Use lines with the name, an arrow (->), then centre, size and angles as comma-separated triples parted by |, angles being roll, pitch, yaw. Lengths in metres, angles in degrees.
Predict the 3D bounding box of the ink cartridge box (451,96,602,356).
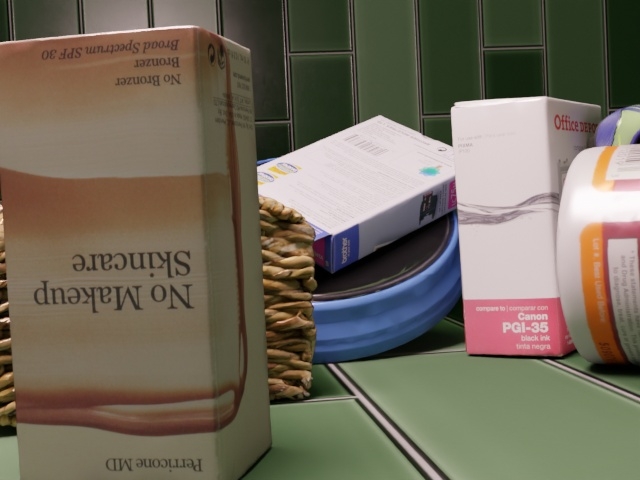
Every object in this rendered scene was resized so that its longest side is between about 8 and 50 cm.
ink cartridge box -> 0.250, -0.020, 1.168 | 0.117, 0.283, 0.207 | -2, 3, 32

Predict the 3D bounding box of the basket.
basket -> -0.175, 0.040, 0.955 | 0.299, 0.214, 0.223 | -2, 5, -20

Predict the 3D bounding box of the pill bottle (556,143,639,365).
pill bottle -> 0.440, 0.011, 0.933 | 0.392, 0.224, 0.224 | -1, 3, 30

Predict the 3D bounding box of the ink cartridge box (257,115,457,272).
ink cartridge box -> 0.029, -0.057, 1.221 | 0.311, 0.065, 0.186 | -24, 39, -36

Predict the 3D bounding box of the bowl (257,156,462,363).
bowl -> -0.011, 0.003, 1.258 | 0.391, 0.077, 0.391 | -1, 31, 1

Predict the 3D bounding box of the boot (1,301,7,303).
boot -> -0.401, 0.046, 1.641 | 0.445, 0.146, 0.367 | -14, 28, 39

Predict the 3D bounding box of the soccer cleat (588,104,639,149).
soccer cleat -> 0.396, -0.016, 1.123 | 0.093, 0.289, 0.121 | -29, 9, -20

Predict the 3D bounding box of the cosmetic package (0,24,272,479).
cosmetic package -> -0.125, 0.012, 0.696 | 0.153, 0.296, 0.129 | -4, 3, 12
